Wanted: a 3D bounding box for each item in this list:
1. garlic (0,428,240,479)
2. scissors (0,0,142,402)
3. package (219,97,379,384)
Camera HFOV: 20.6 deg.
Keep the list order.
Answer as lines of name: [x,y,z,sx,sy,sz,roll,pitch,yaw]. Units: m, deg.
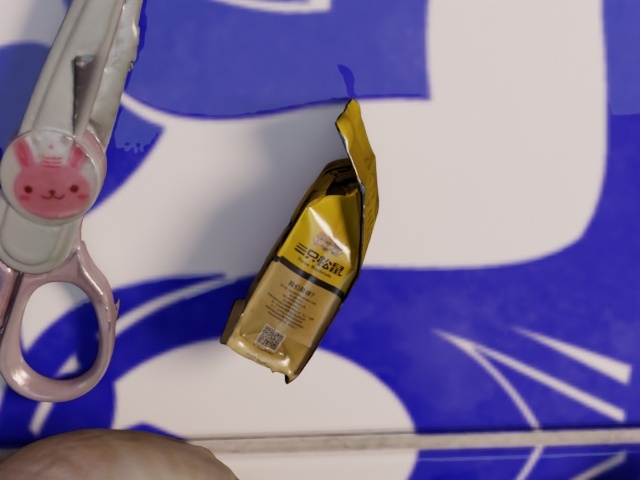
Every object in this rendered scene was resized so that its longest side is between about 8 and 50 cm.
garlic: [-0.059,0.238,0.877,0.286,0.249,0.313,-1,127,-10]
scissors: [-0.137,-0.033,0.885,0.118,0.030,0.242,19,111,-5]
package: [0.000,0.000,0.872,0.047,0.071,0.131,29,105,-2]
